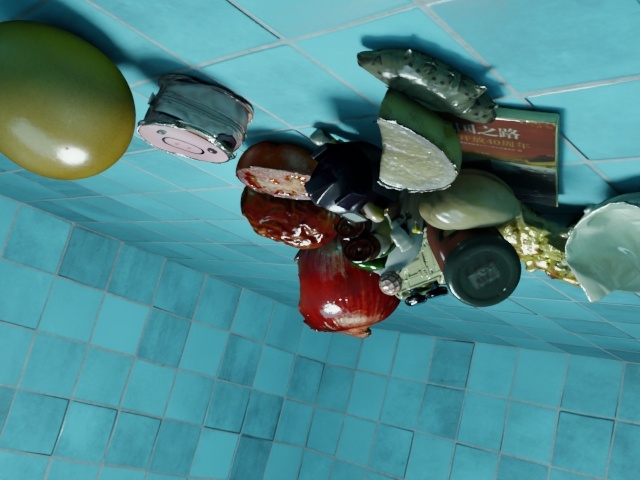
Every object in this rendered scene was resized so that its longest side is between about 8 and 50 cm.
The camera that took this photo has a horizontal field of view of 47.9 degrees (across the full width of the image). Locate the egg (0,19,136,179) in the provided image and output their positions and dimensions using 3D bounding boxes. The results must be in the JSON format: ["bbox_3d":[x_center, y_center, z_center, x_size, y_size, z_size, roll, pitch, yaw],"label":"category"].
[{"bbox_3d":[-0.474,-0.244,1.264,0.250,0.250,0.322,5,160,35],"label":"egg"}]

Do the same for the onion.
[{"bbox_3d":[0.090,0.111,2.060,0.342,0.341,0.341,14,167,3],"label":"onion"}]

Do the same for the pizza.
[{"bbox_3d":[0.457,0.012,1.534,0.324,0.089,0.223,29,164,23],"label":"pizza"}]

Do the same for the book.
[{"bbox_3d":[0.296,-0.153,1.304,0.263,0.028,0.374,12,167,21],"label":"book"}]

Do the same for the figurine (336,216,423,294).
[{"bbox_3d":[0.130,-0.016,1.613,0.167,0.281,0.370,-23,175,19],"label":"figurine"}]

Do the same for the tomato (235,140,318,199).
[{"bbox_3d":[-0.071,-0.154,1.572,0.225,0.084,0.225,11,165,3],"label":"tomato"}]

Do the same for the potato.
[{"bbox_3d":[0.163,-0.161,1.149,0.138,0.098,0.243,15,163,10],"label":"potato"}]

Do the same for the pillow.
[{"bbox_3d":[0.169,-0.231,1.053,0.241,0.051,0.093,22,162,-16],"label":"pillow"}]

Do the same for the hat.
[{"bbox_3d":[0.633,-0.011,1.349,0.302,0.167,0.258,-5,160,-28],"label":"hat"}]

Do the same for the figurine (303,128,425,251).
[{"bbox_3d":[0.087,-0.107,1.360,0.309,0.143,0.308,28,-170,-5],"label":"figurine"}]

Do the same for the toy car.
[{"bbox_3d":[0.301,0.049,1.859,0.198,0.204,0.248,-8,168,-30],"label":"toy car"}]

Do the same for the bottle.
[{"bbox_3d":[0.292,0.006,1.474,0.144,0.143,0.336,17,-162,-10],"label":"bottle"}]

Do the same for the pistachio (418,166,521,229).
[{"bbox_3d":[0.274,-0.072,1.328,0.185,0.124,0.124,10,167,-2],"label":"pistachio"}]

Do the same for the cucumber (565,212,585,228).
[{"bbox_3d":[0.552,-0.020,1.507,0.069,0.069,0.227,13,164,5],"label":"cucumber"}]

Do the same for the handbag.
[{"bbox_3d":[-0.237,-0.226,1.379,0.205,0.116,0.179,21,165,-21],"label":"handbag"}]

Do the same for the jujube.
[{"bbox_3d":[-0.074,-0.072,1.767,0.251,0.174,0.174,21,170,22],"label":"jujube"}]
